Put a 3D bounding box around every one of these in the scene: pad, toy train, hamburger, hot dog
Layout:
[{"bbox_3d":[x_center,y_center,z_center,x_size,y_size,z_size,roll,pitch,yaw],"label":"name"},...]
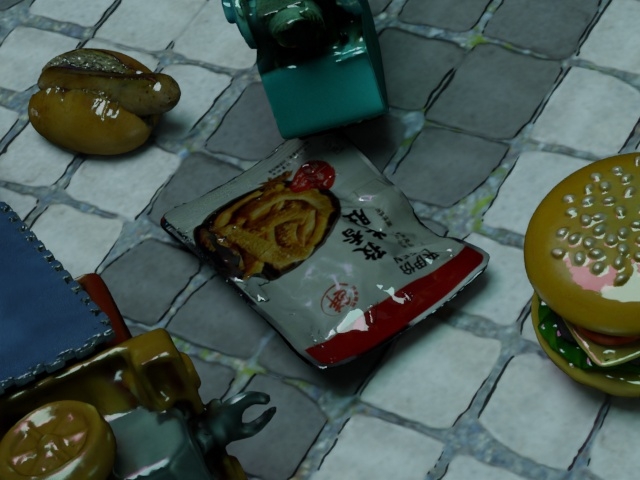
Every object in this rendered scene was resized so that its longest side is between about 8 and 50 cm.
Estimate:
[{"bbox_3d":[-0.291,0.067,1.250,0.269,0.012,0.269,-24,29,-14],"label":"pad"},{"bbox_3d":[-0.207,0.159,1.225,0.369,0.163,0.232,-24,34,-3],"label":"toy train"},{"bbox_3d":[0.207,0.022,1.221,0.162,0.115,0.162,-9,49,11],"label":"hamburger"},{"bbox_3d":[-0.173,-0.111,1.516,0.140,0.060,0.090,22,65,30],"label":"hot dog"},{"bbox_3d":[-0.008,-0.166,1.429,0.107,0.154,0.198,-16,30,7],"label":"toy train"}]

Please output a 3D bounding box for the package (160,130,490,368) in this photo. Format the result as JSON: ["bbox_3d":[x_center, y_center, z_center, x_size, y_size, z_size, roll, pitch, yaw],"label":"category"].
[{"bbox_3d":[0.000,0.000,1.373,0.154,0.030,0.239,-33,45,-15],"label":"package"}]
